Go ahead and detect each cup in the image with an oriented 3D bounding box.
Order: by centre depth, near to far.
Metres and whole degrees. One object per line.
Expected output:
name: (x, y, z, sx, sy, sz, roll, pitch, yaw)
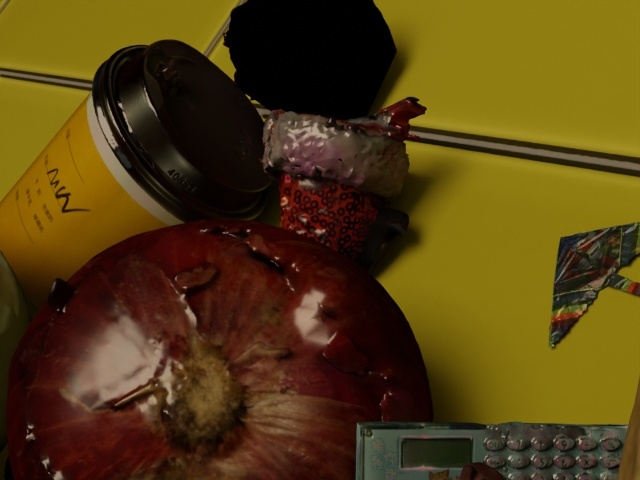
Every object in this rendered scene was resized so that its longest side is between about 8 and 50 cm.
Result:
cup: (-0.185, -0.042, 1.032, 0.279, 0.196, 0.196, -38, 37, 27)

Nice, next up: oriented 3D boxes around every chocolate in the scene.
chocolate: (-0.019, -0.173, 1.046, 0.156, 0.156, 0.133, -54, 6, -8)

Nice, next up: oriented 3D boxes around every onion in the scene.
onion: (-0.063, 0.117, 0.722, 0.276, 0.276, 0.276, -26, 42, 26)

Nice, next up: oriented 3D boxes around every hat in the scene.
hat: (0.004, 0.001, 0.882, 0.140, 0.129, 0.227, 8, 80, 29)

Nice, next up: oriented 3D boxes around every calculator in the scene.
calculator: (0.106, 0.130, 0.621, 0.018, 0.172, 0.057, 127, 145, -86)

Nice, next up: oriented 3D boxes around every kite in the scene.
kite: (0.186, 0.020, 0.745, 0.122, 0.004, 0.090, -49, 37, 0)

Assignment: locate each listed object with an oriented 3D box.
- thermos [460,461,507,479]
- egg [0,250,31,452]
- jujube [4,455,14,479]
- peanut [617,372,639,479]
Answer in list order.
thermos: (0.087, 0.176, 0.504, 0.232, 0.098, 0.124, -149, 58, -75)
egg: (-0.376, 0.092, 0.917, 0.336, 0.278, 0.278, 131, 156, -52)
jujube: (-0.203, 0.165, 0.935, 0.166, 0.104, 0.104, -57, 36, 10)
peanut: (0.218, 0.099, 0.536, 0.140, 0.153, 0.325, 12, 70, 11)
